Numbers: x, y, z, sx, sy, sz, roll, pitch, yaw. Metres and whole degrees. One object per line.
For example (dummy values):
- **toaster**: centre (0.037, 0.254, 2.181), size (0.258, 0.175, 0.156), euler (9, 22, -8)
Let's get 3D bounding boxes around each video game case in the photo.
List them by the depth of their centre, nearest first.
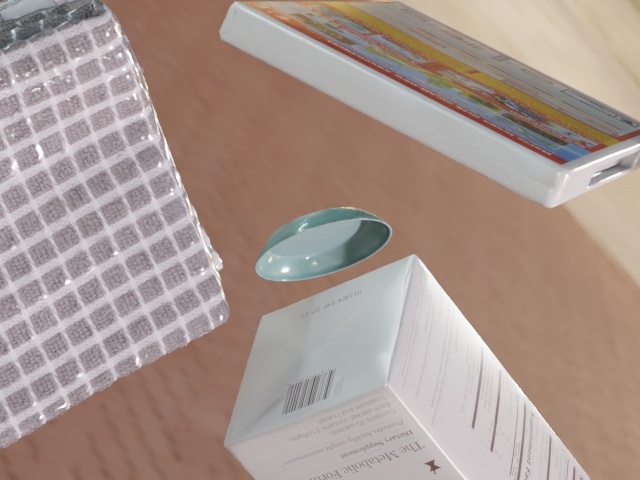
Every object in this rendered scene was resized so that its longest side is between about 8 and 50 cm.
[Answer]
- **video game case**: centre (0.083, -0.088, 1.119), size (0.204, 0.025, 0.285), euler (29, 15, 15)

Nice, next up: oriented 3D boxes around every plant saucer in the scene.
- **plant saucer**: centre (0.000, 0.000, 1.601), size (0.119, 0.119, 0.021), euler (19, 49, -57)

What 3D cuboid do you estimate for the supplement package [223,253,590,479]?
- **supplement package**: centre (0.068, 0.155, 1.327), size (0.244, 0.139, 0.134), euler (51, 32, -26)

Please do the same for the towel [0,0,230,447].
- **towel**: centre (-0.208, -0.001, 1.146), size (0.235, 0.284, 0.121), euler (67, -17, -16)
